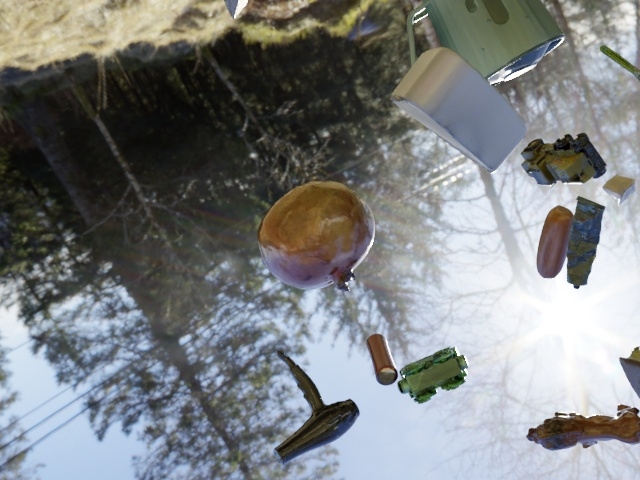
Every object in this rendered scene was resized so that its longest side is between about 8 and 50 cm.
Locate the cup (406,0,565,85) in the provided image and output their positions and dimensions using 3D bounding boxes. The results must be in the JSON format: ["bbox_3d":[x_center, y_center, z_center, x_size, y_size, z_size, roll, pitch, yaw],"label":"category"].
[{"bbox_3d":[0.449,-0.631,1.635,0.400,0.392,0.310,-29,179,-19],"label":"cup"}]

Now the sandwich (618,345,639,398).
[{"bbox_3d":[0.887,0.352,1.459,0.122,0.128,0.236,-8,176,1],"label":"sandwich"}]

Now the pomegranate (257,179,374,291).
[{"bbox_3d":[0.000,0.000,1.598,0.338,0.338,0.338,-26,-170,5],"label":"pomegranate"}]

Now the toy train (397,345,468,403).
[{"bbox_3d":[0.375,0.443,1.867,0.243,0.133,0.188,-26,171,11],"label":"toy train"}]

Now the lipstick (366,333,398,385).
[{"bbox_3d":[0.213,0.412,1.960,0.080,0.080,0.241,-26,-162,4],"label":"lipstick"}]

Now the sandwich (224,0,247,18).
[{"bbox_3d":[-0.276,-0.771,1.706,0.079,0.113,0.163,-55,-172,-15],"label":"sandwich"}]

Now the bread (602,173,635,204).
[{"bbox_3d":[1.080,-0.170,1.983,0.077,0.105,0.152,-46,-173,16],"label":"bread"}]

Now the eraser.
[{"bbox_3d":[0.291,-0.332,1.319,0.150,0.331,0.331,-54,-174,11],"label":"eraser"}]

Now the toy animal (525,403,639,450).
[{"bbox_3d":[0.639,0.439,1.291,0.312,0.097,0.157,-14,166,29],"label":"toy animal"}]

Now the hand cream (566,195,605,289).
[{"bbox_3d":[0.665,0.015,1.423,0.075,0.248,0.052,16,-146,34],"label":"hand cream"}]

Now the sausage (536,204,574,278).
[{"bbox_3d":[0.792,0.010,1.902,0.105,0.275,0.105,-2,-145,2],"label":"sausage"}]

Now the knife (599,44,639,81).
[{"bbox_3d":[0.751,-0.414,1.356,0.022,0.184,0.026,-41,166,-21],"label":"knife"}]

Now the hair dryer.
[{"bbox_3d":[-0.046,0.327,1.159,0.195,0.219,0.075,-22,155,-29],"label":"hair dryer"}]

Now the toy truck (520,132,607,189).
[{"bbox_3d":[0.665,-0.213,1.581,0.127,0.127,0.257,-43,-164,-4],"label":"toy truck"}]
